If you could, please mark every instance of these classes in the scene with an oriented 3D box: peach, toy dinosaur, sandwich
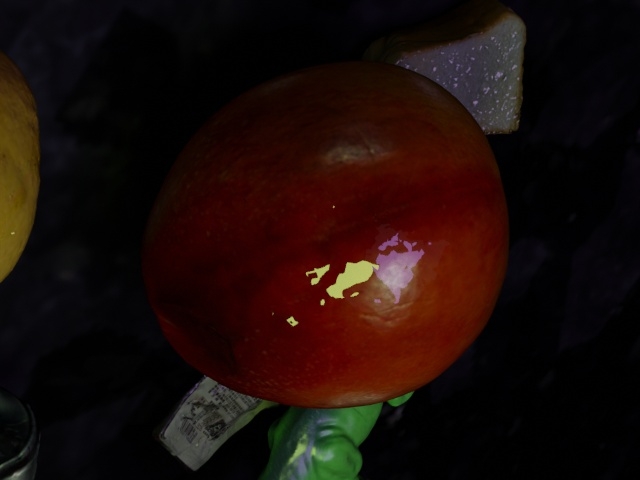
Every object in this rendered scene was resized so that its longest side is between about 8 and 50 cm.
[{"bbox_3d":[0.000,0.000,1.427,0.388,0.388,0.388,-23,133,-27],"label":"peach"},{"bbox_3d":[-0.024,0.244,1.703,0.500,0.144,0.374,-32,141,-46],"label":"toy dinosaur"},{"bbox_3d":[0.146,-0.180,1.630,0.214,0.065,0.186,-23,133,-27],"label":"sandwich"}]

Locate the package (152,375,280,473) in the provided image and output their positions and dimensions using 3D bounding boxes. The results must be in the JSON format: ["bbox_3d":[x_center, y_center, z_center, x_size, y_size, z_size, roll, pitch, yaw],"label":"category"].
[{"bbox_3d":[-0.098,0.191,1.729,0.239,0.030,0.154,-41,145,-9],"label":"package"}]

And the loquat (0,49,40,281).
[{"bbox_3d":[-0.351,-0.060,1.144,0.263,0.263,0.263,-23,133,-27],"label":"loquat"}]

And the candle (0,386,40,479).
[{"bbox_3d":[-0.408,0.305,1.439,0.187,0.187,0.330,-6,125,-38],"label":"candle"}]
